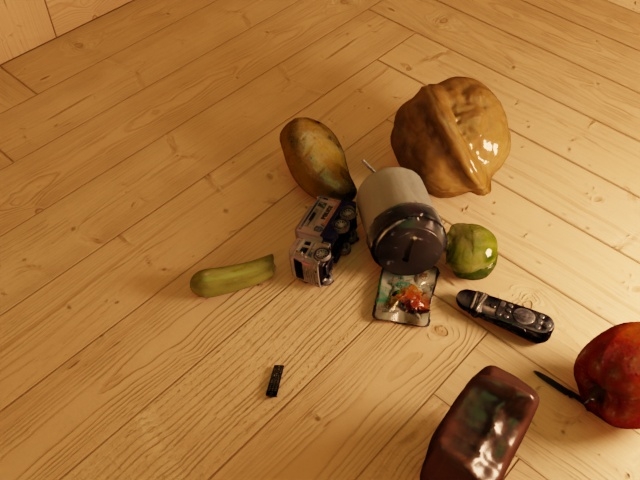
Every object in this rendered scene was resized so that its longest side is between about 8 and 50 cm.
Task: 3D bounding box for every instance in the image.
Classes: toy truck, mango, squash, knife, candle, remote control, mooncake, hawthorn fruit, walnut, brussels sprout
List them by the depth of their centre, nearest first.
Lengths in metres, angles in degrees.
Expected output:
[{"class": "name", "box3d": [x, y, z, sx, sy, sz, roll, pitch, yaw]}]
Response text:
[{"class": "mooncake", "box3d": [0.336, 0.438, 1.510, 0.174, 0.334, 0.325, 28, 95, 23]}, {"class": "hawthorn fruit", "box3d": [0.719, 0.329, 1.635, 0.301, 0.254, 0.254, -18, 51, -35]}, {"class": "remote control", "box3d": [-0.113, 0.355, 1.757, 0.034, 0.016, 0.091, -2, 48, 19]}, {"class": "knife", "box3d": [0.614, 0.377, 1.758, 0.170, 0.010, 0.023, 32, 50, 26]}, {"class": "remote control", "box3d": [0.491, 0.205, 1.875, 0.266, 0.066, 0.090, 20, 39, 21]}, {"class": "squash", "box3d": [-0.239, 0.100, 1.933, 0.250, 0.083, 0.083, -15, 52, -16]}, {"class": "brussels sprout", "box3d": [0.431, 0.029, 1.977, 0.146, 0.131, 0.183, -8, 47, 21]}, {"class": "candle", "box3d": [0.222, -0.076, 1.991, 0.222, 0.221, 0.342, -5, 43, -6]}, {"class": "toy truck", "box3d": [0.000, 0.000, 1.994, 0.156, 0.124, 0.268, 15, 49, 21]}, {"class": "walnut", "box3d": [0.399, -0.309, 2.145, 0.384, 0.383, 0.383, 1, 50, -1]}, {"class": "mango", "box3d": [-0.012, -0.240, 2.182, 0.177, 0.176, 0.329, -26, 71, 17]}]

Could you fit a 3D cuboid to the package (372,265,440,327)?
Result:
[{"class": "package", "box3d": [0.238, 0.140, 1.933, 0.166, 0.040, 0.231, 12, 49, 9]}]
